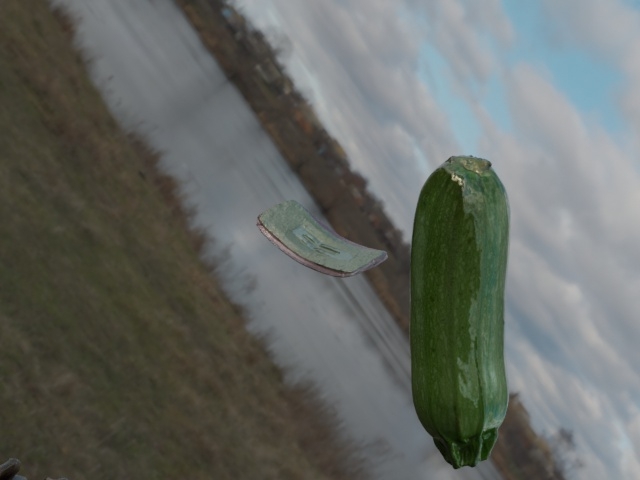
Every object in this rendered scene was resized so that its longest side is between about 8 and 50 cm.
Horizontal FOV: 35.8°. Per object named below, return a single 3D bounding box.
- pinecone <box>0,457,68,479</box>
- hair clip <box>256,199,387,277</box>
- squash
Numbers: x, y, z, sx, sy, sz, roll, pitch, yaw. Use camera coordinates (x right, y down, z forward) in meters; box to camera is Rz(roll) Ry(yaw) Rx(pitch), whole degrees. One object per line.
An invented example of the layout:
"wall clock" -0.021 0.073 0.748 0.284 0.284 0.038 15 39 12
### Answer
"pinecone" -0.211 0.207 0.560 0.184 0.204 0.179 164 -76 -73
"hair clip" 0.000 0.001 0.881 0.137 0.054 0.022 29 -46 40
"squash" 0.097 0.050 0.691 0.077 0.068 0.219 6 -80 50
